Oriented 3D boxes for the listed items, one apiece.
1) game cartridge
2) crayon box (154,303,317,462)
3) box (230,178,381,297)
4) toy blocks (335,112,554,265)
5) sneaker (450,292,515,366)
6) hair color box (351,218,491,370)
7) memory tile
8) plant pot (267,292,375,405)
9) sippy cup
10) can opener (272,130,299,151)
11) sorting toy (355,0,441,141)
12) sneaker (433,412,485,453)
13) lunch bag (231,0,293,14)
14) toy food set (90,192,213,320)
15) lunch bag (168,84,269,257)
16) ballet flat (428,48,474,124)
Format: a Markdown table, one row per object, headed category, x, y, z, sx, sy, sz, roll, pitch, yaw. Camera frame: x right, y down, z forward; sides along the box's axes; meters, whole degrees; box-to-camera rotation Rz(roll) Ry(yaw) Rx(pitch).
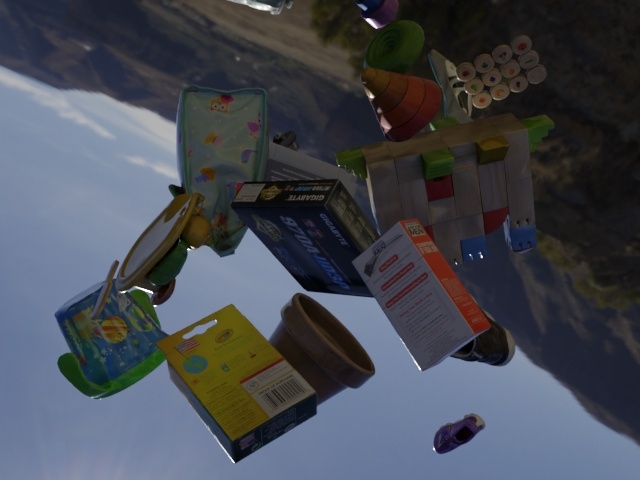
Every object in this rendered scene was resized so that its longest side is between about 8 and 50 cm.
| category | x | y | z | sx | sy | sz | roll | pitch | yaw |
| --- | --- | --- | --- | --- | --- | --- | --- | --- | --- |
| game cartridge | -0.059 | -0.098 | 1.773 | 0.294 | 0.195 | 0.060 | 18 | 170 | -32 |
| crayon box | -0.178 | 0.284 | 1.635 | 0.202 | 0.081 | 0.318 | -26 | -133 | -26 |
| box | 0.000 | 0.000 | 1.135 | 0.175 | 0.051 | 0.220 | 2 | 144 | 38 |
| toy blocks | 0.241 | -0.072 | 1.471 | 0.382 | 0.260 | 0.190 | -12 | -152 | 0 |
| sneaker | 0.285 | 0.171 | 1.696 | 0.153 | 0.101 | 0.269 | 9 | -155 | -47 |
| hair color box | 0.124 | 0.066 | 0.988 | 0.053 | 0.093 | 0.167 | -10 | -117 | -54 |
| memory tile | 0.339 | -0.313 | 1.478 | 0.113 | 0.148 | 0.012 | 49 | -153 | -38 |
| plant pot | -0.041 | 0.289 | 1.812 | 0.263 | 0.229 | 0.263 | 43 | -173 | -6 |
| sippy cup | -0.503 | 0.220 | 1.876 | 0.224 | 0.240 | 0.305 | 60 | 169 | -13 |
| can opener | -0.127 | -0.221 | 2.059 | 0.073 | 0.186 | 0.059 | 52 | 153 | -11 |
| sorting toy | 0.096 | -0.333 | 1.342 | 0.126 | 0.127 | 0.365 | 30 | -142 | -38 |
| sneaker | 0.341 | 0.497 | 2.006 | 0.068 | 0.170 | 0.071 | 48 | -143 | 8 |
| lunch bag | -0.186 | -0.574 | 1.483 | 0.305 | 0.255 | 0.212 | 12 | 154 | -14 |
| toy food set | -0.215 | 0.027 | 1.085 | 0.071 | 0.218 | 0.128 | 36 | -153 | -24 |
| lunch bag | -0.167 | -0.108 | 1.293 | 0.160 | 0.262 | 0.223 | 1 | -176 | -10 |
| ballet flat | 0.301 | -0.345 | 1.777 | 0.072 | 0.068 | 0.213 | 20 | -126 | -58 |
